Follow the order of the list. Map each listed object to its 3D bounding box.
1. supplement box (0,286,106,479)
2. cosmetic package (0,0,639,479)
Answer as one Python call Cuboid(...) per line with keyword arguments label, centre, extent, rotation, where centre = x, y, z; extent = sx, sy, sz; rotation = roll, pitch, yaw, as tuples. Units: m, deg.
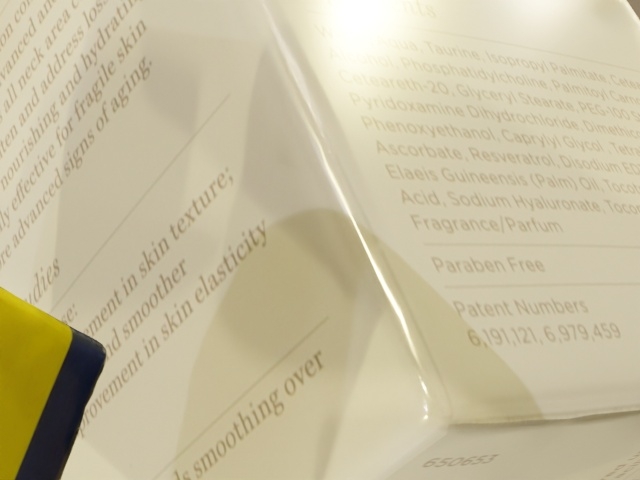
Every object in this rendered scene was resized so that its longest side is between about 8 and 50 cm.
Cuboid(label="supplement box", centre=(-0.245, 0.040, 0.307), extent=(0.356, 0.194, 0.195), rotation=(45, -118, -58))
Cuboid(label="cosmetic package", centre=(0.000, 0.000, 0.746), extent=(0.327, 0.394, 0.329), rotation=(1, -35, -42))
